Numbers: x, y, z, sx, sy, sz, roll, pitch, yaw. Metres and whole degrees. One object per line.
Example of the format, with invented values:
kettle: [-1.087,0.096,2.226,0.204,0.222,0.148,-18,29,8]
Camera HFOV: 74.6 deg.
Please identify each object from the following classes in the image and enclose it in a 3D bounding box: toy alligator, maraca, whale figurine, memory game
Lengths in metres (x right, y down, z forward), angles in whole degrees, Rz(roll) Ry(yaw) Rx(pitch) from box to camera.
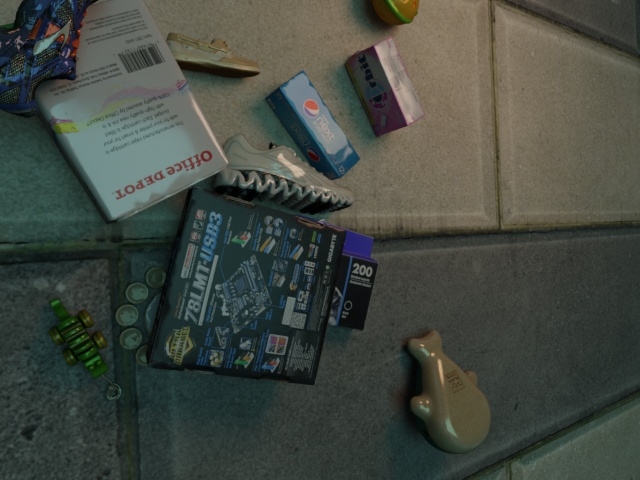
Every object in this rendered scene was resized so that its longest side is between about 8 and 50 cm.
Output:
toy alligator: [-0.354,0.173,0.640,0.056,0.051,0.190,-32,105,-28]
maraca: [0.177,-0.557,0.961,0.127,0.099,0.186,56,39,-14]
whale figurine: [0.280,0.360,1.002,0.216,0.141,0.272,-14,72,-31]
memory game: [-0.254,0.131,0.726,0.186,0.012,0.187,1,89,-31]

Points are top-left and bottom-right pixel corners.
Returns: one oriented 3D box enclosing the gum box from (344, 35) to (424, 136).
gum box: [0.137,-0.336,0.921,0.062,0.107,0.189,-35,107,-27]

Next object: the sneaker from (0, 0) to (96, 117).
sneaker: [-0.334,-0.244,0.520,0.087,0.083,0.221,43,74,-36]

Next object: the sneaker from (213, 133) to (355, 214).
sneaker: [-0.054,-0.122,0.807,0.291,0.110,0.119,10,75,-32]

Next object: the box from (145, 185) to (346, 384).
box: [-0.119,0.087,0.738,0.293,0.073,0.296,14,84,-23]

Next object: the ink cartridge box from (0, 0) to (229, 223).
ink cartridge box: [-0.301,-0.190,0.641,0.201,0.117,0.278,-34,105,-28]

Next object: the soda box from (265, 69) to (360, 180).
soda box: [-0.013,-0.224,0.850,0.071,0.067,0.210,-45,112,-24]

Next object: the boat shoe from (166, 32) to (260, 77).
boat shoe: [-0.188,-0.331,0.747,0.169,0.063,0.059,-2,96,-31]

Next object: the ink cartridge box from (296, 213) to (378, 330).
ink cartridge box: [0.022,0.070,0.874,0.206,0.045,0.209,15,83,-29]

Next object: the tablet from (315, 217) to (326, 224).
tablet: [0.000,0.000,0.889,0.054,0.006,0.084,-24,101,-30]
